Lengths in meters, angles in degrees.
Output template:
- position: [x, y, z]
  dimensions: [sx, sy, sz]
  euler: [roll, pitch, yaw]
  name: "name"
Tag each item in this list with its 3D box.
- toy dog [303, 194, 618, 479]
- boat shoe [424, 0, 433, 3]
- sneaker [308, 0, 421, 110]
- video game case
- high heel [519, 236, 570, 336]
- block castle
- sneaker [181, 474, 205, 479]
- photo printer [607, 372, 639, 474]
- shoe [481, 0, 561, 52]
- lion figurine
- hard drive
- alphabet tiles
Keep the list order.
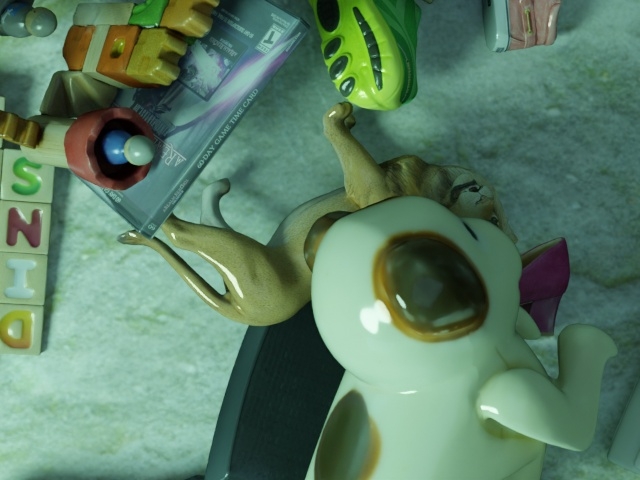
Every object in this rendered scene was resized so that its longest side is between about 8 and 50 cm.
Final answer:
- position: [0.094, 0.155, 1.315]
  dimensions: [0.395, 0.284, 0.408]
  euler: [-8, 106, -16]
  name: "toy dog"
- position: [0.141, -0.411, 1.494]
  dimensions: [0.104, 0.111, 0.307]
  euler: [25, 69, -8]
  name: "boat shoe"
- position: [0.043, -0.280, 1.492]
  dimensions: [0.109, 0.123, 0.295]
  euler: [-16, 75, 25]
  name: "sneaker"
- position: [-0.153, -0.156, 1.409]
  dimensions: [0.274, 0.196, 0.026]
  euler: [-52, 138, 0]
  name: "video game case"
- position: [0.176, 0.046, 1.500]
  dimensions: [0.244, 0.082, 0.117]
  euler: [5, 98, -21]
  name: "high heel"
- position: [-0.249, -0.296, 1.308]
  dimensions: [0.303, 0.213, 0.453]
  euler: [22, 80, -46]
  name: "block castle"
- position: [-0.202, 0.315, 1.447]
  dimensions: [0.350, 0.131, 0.148]
  euler: [18, 61, 0]
  name: "sneaker"
- position: [0.508, 0.167, 1.557]
  dimensions: [0.256, 0.107, 0.307]
  euler: [25, 86, -8]
  name: "photo printer"
- position: [0.231, -0.310, 1.537]
  dimensions: [0.081, 0.063, 0.178]
  euler: [-6, 96, -11]
  name: "shoe"
- position: [0.000, 0.000, 1.444]
  dimensions: [0.392, 0.142, 0.240]
  euler: [-28, 82, -4]
  name: "lion figurine"
- position: [-0.016, 0.174, 1.467]
  dimensions: [0.172, 0.054, 0.254]
  euler: [21, 69, -9]
  name: "hard drive"
- position: [-0.438, 0.007, 1.427]
  dimensions: [0.285, 0.011, 0.342]
  euler: [4, 95, -15]
  name: "alphabet tiles"
